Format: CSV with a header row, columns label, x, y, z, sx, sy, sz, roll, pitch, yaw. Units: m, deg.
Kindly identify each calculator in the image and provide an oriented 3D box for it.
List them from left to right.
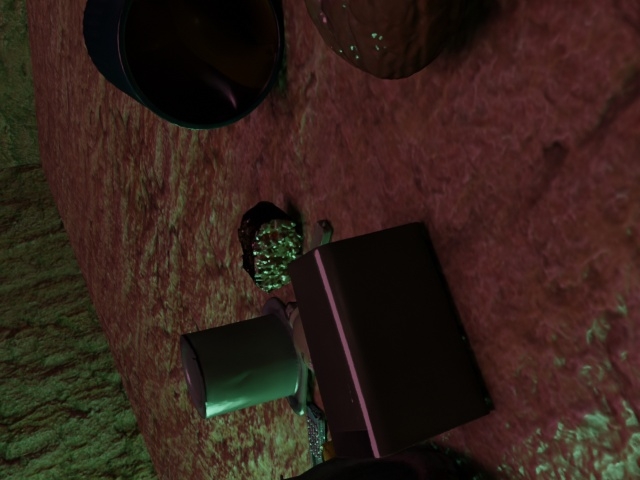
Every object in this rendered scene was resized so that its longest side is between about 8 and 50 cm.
label,x,y,z,sx,sy,sz,roll,pitch,yaw
calculator,-0.004,0.375,1.296,0.057,0.018,0.172,34,134,54

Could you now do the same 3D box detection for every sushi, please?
label,x,y,z,sx,sy,sz,roll,pitch,yaw
sushi,-0.082,0.011,1.169,0.078,0.090,0.150,51,147,45

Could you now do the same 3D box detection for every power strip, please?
label,x,y,z,sx,sy,sz,roll,pitch,yaw
power strip,0.000,0.000,1.082,0.027,0.017,0.083,56,148,31

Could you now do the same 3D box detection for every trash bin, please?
label,x,y,z,sx,sy,sz,roll,pitch,yaw
trash bin,0.075,0.115,0.849,0.122,0.164,0.241,-31,73,62

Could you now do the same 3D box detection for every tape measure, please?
label,x,y,z,sx,sy,sz,roll,pitch,yaw
tape measure,0.068,0.361,0.888,0.275,0.256,0.147,-107,3,-84

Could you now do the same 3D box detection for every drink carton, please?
label,x,y,z,sx,sy,sz,roll,pitch,yaw
drink carton,-0.142,0.223,1.282,0.191,0.189,0.185,47,145,49

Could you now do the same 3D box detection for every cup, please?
label,x,y,z,sx,sy,sz,roll,pitch,yaw
cup,-0.234,-0.342,1.094,0.292,0.242,0.308,31,144,57

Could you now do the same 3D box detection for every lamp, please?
label,x,y,z,sx,sy,sz,roll,pitch,yaw
lamp,0.029,0.161,1.023,0.250,0.101,0.101,42,139,43

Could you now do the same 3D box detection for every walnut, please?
label,x,y,z,sx,sy,sz,roll,pitch,yaw
walnut,0.063,-0.254,0.673,0.178,0.178,0.230,52,157,37

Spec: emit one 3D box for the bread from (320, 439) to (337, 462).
label,x,y,z,sx,sy,sz,roll,pitch,yaw
bread,0.063,0.416,1.109,0.102,0.094,0.246,-165,63,-70
